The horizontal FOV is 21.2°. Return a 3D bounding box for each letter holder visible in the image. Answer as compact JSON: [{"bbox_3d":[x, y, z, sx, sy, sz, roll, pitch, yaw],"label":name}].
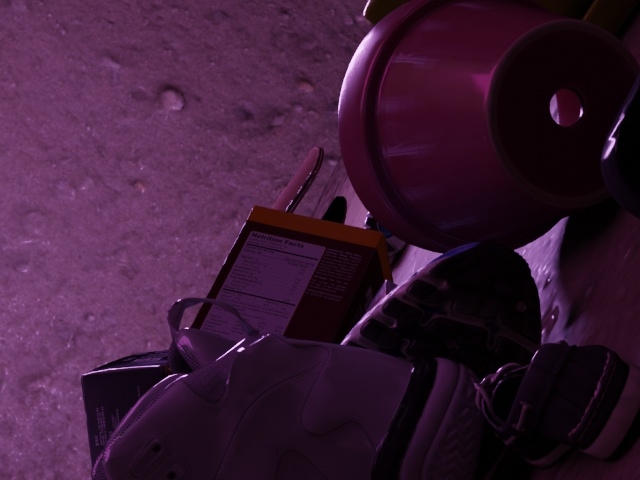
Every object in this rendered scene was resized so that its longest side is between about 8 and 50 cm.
[{"bbox_3d":[0.000,0.000,2.355,0.214,0.152,0.302,-58,5,8],"label":"letter holder"}]

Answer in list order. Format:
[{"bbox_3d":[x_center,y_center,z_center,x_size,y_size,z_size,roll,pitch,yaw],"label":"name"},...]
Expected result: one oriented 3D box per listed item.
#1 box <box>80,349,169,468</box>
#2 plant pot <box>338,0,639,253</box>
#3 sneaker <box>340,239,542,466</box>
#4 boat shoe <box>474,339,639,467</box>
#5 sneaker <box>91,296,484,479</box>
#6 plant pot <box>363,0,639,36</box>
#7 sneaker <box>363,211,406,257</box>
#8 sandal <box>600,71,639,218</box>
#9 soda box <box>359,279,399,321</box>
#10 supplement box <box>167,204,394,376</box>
[{"bbox_3d":[-0.142,0.259,1.553,0.242,0.076,0.308,-10,-87,-86],"label":"box"},{"bbox_3d":[0.135,-0.087,1.225,0.201,0.201,0.180,-61,19,-9],"label":"plant pot"},{"bbox_3d":[0.042,0.129,1.186,0.330,0.129,0.147,-59,7,24],"label":"sneaker"},{"bbox_3d":[0.123,0.082,0.959,0.075,0.065,0.206,-64,4,-8],"label":"boat shoe"},{"bbox_3d":[-0.052,0.214,1.010,0.137,0.210,0.366,134,157,-75],"label":"sneaker"},{"bbox_3d":[0.193,-0.275,1.537,0.227,0.207,0.228,-59,5,31],"label":"plant pot"},{"bbox_3d":[0.089,-0.043,2.154,0.191,0.071,0.083,-63,0,-35],"label":"sneaker"},{"bbox_3d":[0.231,-0.127,0.961,0.054,0.097,0.255,128,160,-69],"label":"sandal"},{"bbox_3d":[0.023,0.169,1.366,0.263,0.092,0.083,-59,6,14],"label":"soda box"},{"bbox_3d":[-0.022,0.109,1.544,0.191,0.129,0.194,76,-147,-50],"label":"supplement box"}]
